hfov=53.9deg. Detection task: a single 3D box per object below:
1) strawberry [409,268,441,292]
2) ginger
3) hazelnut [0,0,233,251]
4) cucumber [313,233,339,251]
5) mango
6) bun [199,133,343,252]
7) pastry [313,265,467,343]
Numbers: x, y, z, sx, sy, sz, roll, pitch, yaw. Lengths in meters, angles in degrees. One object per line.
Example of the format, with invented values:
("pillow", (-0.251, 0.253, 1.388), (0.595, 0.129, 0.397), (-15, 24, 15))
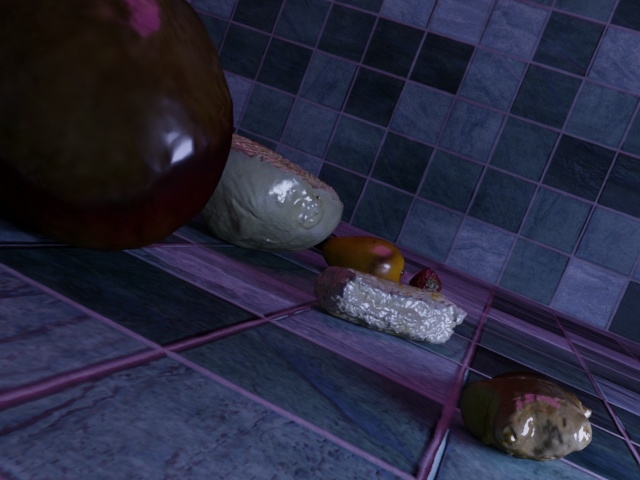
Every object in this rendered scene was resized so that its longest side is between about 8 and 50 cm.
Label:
("strawberry", (0.260, 0.108, 1.580), (0.073, 0.073, 0.083), (18, -9, -29))
("ginger", (0.251, 0.194, 0.724), (0.131, 0.086, 0.294), (0, -10, 29))
("hazelnut", (-0.306, -0.174, 0.794), (0.421, 0.352, 0.421), (17, -39, 14))
("cucumber", (0.000, -0.003, 1.644), (0.245, 0.067, 0.067), (23, 6, 34))
("mango", (0.086, 0.040, 1.343), (0.145, 0.112, 0.219), (12, 6, -39))
("bun", (-0.138, -0.088, 1.286), (0.364, 0.202, 0.364), (28, 7, -4))
("pastry", (0.111, 0.101, 0.997), (0.258, 0.089, 0.121), (20, 11, -28))
